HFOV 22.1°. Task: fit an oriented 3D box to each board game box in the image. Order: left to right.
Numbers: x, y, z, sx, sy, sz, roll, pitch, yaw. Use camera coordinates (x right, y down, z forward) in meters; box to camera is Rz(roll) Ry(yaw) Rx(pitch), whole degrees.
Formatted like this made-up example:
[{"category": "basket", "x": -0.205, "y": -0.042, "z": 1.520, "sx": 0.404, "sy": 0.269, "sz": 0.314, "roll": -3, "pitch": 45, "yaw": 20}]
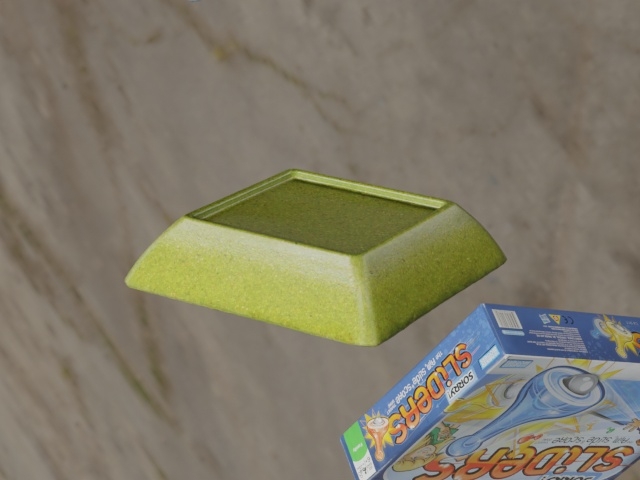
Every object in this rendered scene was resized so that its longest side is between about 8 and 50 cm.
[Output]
[{"category": "board game box", "x": 0.129, "y": 0.093, "z": 0.929, "sx": 0.136, "sy": 0.201, "sz": 0.035, "roll": -48, "pitch": 50, "yaw": 37}]

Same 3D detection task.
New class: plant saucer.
[{"category": "plant saucer", "x": 0.000, "y": 0.000, "z": 1.064, "sx": 0.188, "sy": 0.188, "sz": 0.045, "roll": 12, "pitch": 112, "yaw": 29}]
